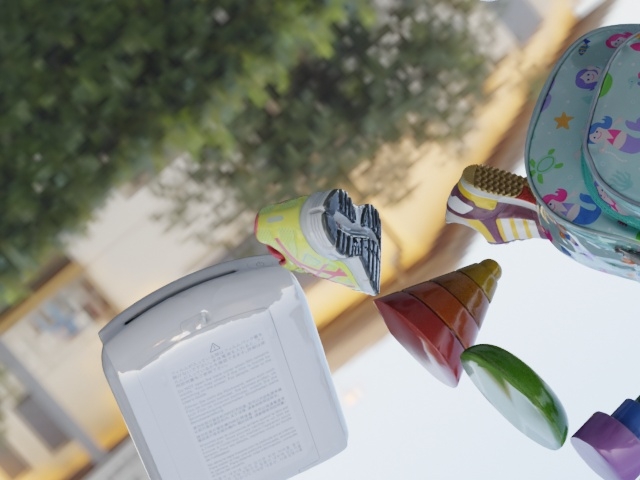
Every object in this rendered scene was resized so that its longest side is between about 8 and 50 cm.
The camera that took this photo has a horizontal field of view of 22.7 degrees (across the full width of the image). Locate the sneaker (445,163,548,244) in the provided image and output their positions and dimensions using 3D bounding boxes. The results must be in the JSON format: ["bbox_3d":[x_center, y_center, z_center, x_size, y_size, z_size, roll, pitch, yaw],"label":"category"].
[{"bbox_3d":[0.242,-0.028,1.926,0.069,0.185,0.084,-75,-172,-50],"label":"sneaker"}]

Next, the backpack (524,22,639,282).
[{"bbox_3d":[0.299,-0.072,1.337,0.225,0.253,0.191,-68,154,-14],"label":"backpack"}]

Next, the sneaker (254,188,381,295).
[{"bbox_3d":[0.000,0.000,1.513,0.094,0.081,0.208,-5,160,18],"label":"sneaker"}]

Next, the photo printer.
[{"bbox_3d":[-0.117,0.169,1.916,0.256,0.307,0.107,-24,-143,-9],"label":"photo printer"}]

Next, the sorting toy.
[{"bbox_3d":[0.203,0.104,1.523,0.126,0.127,0.365,-44,-143,-13],"label":"sorting toy"}]
